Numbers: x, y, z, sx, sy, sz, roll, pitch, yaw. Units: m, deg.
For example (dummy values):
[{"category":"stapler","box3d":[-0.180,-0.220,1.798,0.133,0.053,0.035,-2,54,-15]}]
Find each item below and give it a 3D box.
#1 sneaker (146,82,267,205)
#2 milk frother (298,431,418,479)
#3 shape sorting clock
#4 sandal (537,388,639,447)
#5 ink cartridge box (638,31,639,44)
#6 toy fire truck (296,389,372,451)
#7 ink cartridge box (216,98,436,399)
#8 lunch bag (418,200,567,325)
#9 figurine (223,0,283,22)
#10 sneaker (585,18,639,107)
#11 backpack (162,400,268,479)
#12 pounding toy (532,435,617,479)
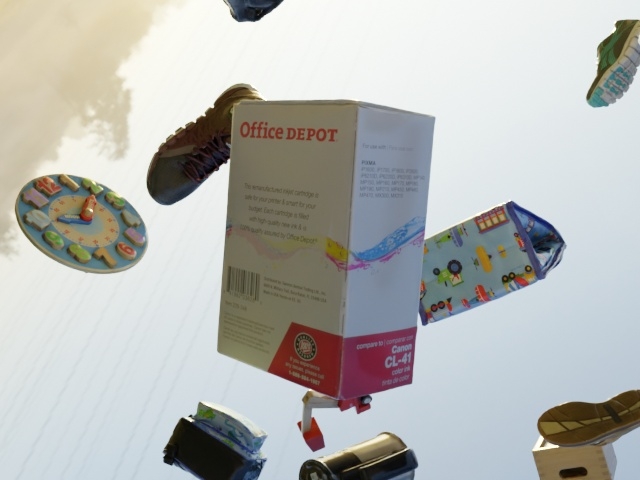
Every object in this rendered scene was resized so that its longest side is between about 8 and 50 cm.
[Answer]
[{"category":"sneaker","box3d":[-0.194,-0.165,1.411,0.281,0.106,0.162,-49,-150,-2]},{"category":"milk frother","box3d":[0.065,0.337,1.021,0.134,0.143,0.129,-9,-179,-37]},{"category":"shape sorting clock","box3d":[-0.358,-0.030,1.204,0.040,0.206,0.206,-58,-165,32]},{"category":"sandal","box3d":[0.402,0.263,1.134,0.180,0.049,0.072,-14,-143,-5]},{"category":"ink cartridge box","box3d":[0.460,-0.221,0.786,0.217,0.092,0.159,-28,-116,0]},{"category":"toy fire truck","box3d":[0.017,0.271,1.363,0.135,0.192,0.047,-21,-139,-9]},{"category":"ink cartridge box","box3d":[0.000,0.000,0.904,0.226,0.131,0.307,12,-81,48]},{"category":"lunch bag","box3d":[0.297,0.033,1.391,0.220,0.138,0.293,-26,171,26]},{"category":"figurine","box3d":[-0.139,-0.380,0.908,0.092,0.215,0.209,-35,169,8]},{"category":"sneaker","box3d":[0.479,-0.292,1.296,0.167,0.065,0.076,-55,-142,1]},{"category":"backpack","box3d":[-0.109,0.235,0.896,0.084,0.105,0.114,-60,165,-12]},{"category":"pounding toy","box3d":[0.414,0.373,1.315,0.141,0.100,0.130,-17,176,24]}]
